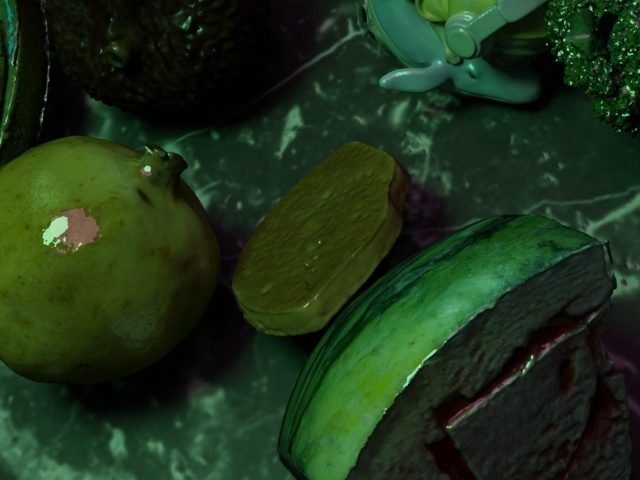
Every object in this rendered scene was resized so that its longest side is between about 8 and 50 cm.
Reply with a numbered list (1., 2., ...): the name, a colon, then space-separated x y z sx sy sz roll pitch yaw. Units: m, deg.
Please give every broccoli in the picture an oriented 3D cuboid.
1. broccoli: 0.253 -0.138 1.099 0.195 0.195 0.156 -52 24 -18

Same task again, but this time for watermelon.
1. watermelon: 0.091 0.109 1.013 0.213 0.201 0.261 -41 9 -8

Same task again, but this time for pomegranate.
1. pomegranate: -0.159 0.005 1.141 0.196 0.196 0.196 -11 53 14

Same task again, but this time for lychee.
1. lychee: -0.128 -0.190 1.273 0.194 0.194 0.194 -11 53 14

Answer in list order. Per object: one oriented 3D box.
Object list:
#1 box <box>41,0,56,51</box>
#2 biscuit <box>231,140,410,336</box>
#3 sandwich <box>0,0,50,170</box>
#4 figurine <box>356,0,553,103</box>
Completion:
1. box: -0.256 -0.237 1.402 0.177 0.111 0.111 30 71 35
2. biscuit: 0.000 0.000 1.131 0.142 0.029 0.221 -28 25 21
3. sandwich: -0.296 -0.106 1.297 0.159 0.079 0.235 22 90 43
4. figurine: 0.099 -0.188 1.181 0.128 0.208 0.183 -43 12 -37
